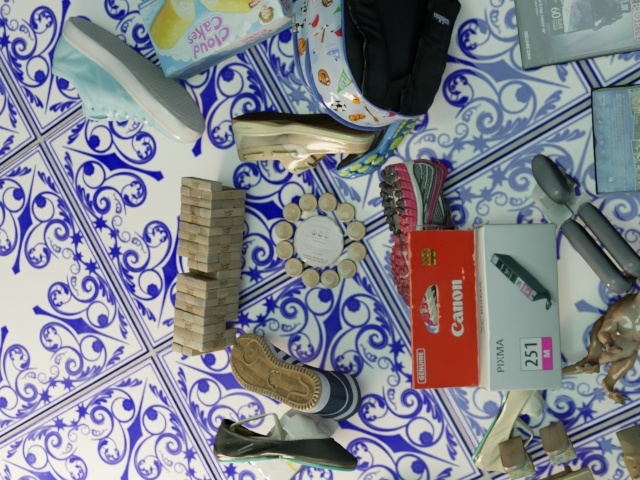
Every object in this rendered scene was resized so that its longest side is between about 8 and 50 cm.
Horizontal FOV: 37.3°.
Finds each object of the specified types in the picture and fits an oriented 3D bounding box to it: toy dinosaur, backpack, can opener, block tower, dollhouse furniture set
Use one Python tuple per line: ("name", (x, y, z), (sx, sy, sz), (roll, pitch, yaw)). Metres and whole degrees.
("toy dinosaur", (0.501, 0.134, 1.554), (0.127, 0.200, 0.296), (25, 136, -9))
("backpack", (0.077, -0.317, 1.572), (0.213, 0.276, 0.263), (-25, 62, 50))
("can opener", (0.416, -0.028, 1.530), (0.074, 0.093, 0.280), (-49, 43, 21))
("block tower", (-0.212, 0.049, 1.804), (0.091, 0.097, 0.335), (12, 102, 41))
("dollhouse furniture set", (0.444, 0.422, 1.562), (0.242, 0.161, 0.212), (-24, 103, 12))

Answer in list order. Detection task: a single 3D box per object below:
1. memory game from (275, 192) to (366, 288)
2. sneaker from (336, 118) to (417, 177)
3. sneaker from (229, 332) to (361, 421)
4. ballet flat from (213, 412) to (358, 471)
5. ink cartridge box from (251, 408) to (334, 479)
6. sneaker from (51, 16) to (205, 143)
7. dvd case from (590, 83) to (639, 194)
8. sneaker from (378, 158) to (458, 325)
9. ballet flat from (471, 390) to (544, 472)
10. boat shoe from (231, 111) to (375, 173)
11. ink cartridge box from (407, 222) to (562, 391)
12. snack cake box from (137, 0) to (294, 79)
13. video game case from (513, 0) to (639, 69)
("memory game", (0.000, 0.000, 1.779), (0.186, 0.012, 0.186), (2, 97, 18))
("sneaker", (0.097, -0.187, 1.705), (0.188, 0.067, 0.078), (-49, 58, 19))
("sneaker", (-0.044, 0.260, 1.782), (0.282, 0.153, 0.099), (21, 90, 48))
("ballet flat", (-0.068, 0.359, 1.705), (0.280, 0.095, 0.096), (-1, 81, 20))
("ink cartridge box", (-0.051, 0.382, 1.796), (0.090, 0.092, 0.143), (42, 106, 11))
("sneaker", (-0.375, -0.274, 1.829), (0.366, 0.135, 0.150), (41, 115, 20))
("dvd case", (0.577, -0.172, 1.553), (0.253, 0.022, 0.180), (-3, 94, 20))
("sneaker", (0.189, 0.006, 1.664), (0.112, 0.121, 0.299), (-13, 104, -19))
("ballet flat", (0.344, 0.303, 1.655), (0.086, 0.086, 0.248), (25, 112, 15))
("boat shoe", (-0.032, -0.173, 1.710), (0.302, 0.109, 0.098), (8, 111, 34))
("ink cartridge box", (0.270, 0.110, 1.566), (0.239, 0.060, 0.275), (-1, 88, -7))
("snack cake box", (-0.189, -0.421, 1.759), (0.264, 0.089, 0.152), (-23, 87, 20))
("video game case", (0.460, -0.403, 1.567), (0.274, 0.026, 0.196), (-7, 94, 21))
